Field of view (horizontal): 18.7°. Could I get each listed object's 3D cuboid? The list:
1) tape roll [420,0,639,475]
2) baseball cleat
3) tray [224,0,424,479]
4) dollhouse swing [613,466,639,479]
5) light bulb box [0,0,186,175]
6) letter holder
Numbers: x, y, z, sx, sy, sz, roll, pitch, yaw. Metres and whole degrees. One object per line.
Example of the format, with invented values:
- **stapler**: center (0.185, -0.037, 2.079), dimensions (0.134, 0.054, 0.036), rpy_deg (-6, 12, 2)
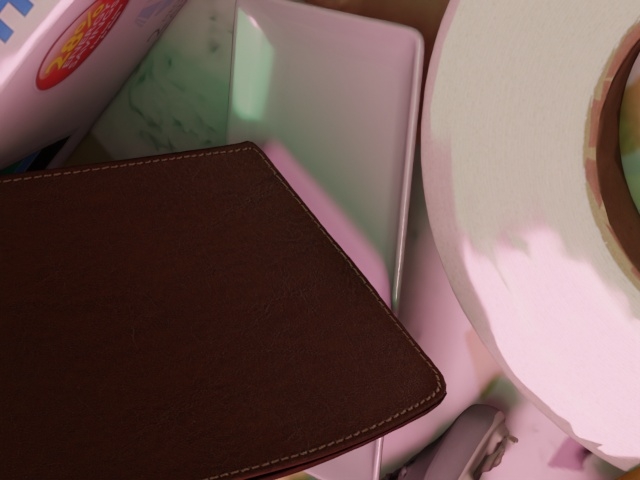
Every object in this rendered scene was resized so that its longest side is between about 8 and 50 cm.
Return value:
- **tape roll**: center (0.246, -0.048, 1.005), dimensions (0.392, 0.072, 0.392), rpy_deg (5, 104, 18)
- **baseball cleat**: center (0.025, 0.163, 1.137), dimensions (0.109, 0.072, 0.206), rpy_deg (35, 109, 15)
- **tray**: center (0.000, 0.000, 1.107), dimensions (0.145, 0.030, 0.270), rpy_deg (19, 111, 40)
- **dollhouse swing**: center (0.178, 0.347, 1.001), dimensions (0.305, 0.315, 0.347), rpy_deg (-38, 99, 16)
- **light bulb box**: center (-0.302, -0.155, 1.088), dimensions (0.361, 0.225, 0.358), rpy_deg (43, 112, 4)
- **letter holder**: center (-0.112, 0.087, 0.998), dimensions (0.214, 0.302, 0.152), rpy_deg (49, 128, 27)
